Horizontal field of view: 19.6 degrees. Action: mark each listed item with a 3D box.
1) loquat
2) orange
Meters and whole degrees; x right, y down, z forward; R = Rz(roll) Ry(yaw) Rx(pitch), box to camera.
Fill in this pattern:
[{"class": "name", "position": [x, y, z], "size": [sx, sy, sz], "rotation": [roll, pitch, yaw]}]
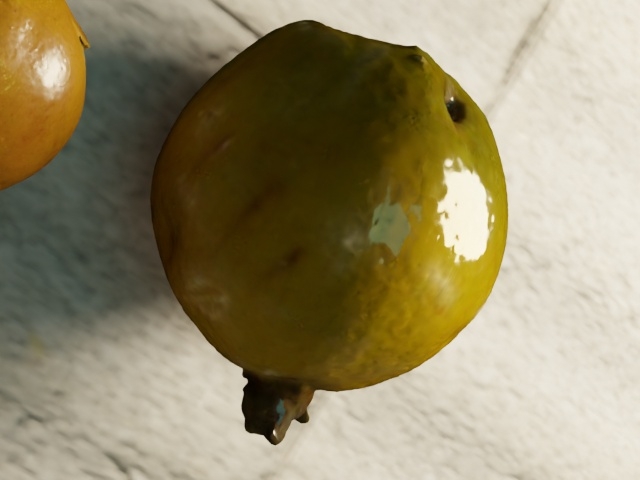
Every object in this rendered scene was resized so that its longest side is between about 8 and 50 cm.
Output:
[{"class": "loquat", "position": [0.000, 0.000, 1.101], "size": [0.213, 0.213, 0.246], "rotation": [18, 89, -33]}, {"class": "orange", "position": [-0.201, -0.097, 0.991], "size": [0.155, 0.155, 0.134], "rotation": [15, 52, -33]}]
